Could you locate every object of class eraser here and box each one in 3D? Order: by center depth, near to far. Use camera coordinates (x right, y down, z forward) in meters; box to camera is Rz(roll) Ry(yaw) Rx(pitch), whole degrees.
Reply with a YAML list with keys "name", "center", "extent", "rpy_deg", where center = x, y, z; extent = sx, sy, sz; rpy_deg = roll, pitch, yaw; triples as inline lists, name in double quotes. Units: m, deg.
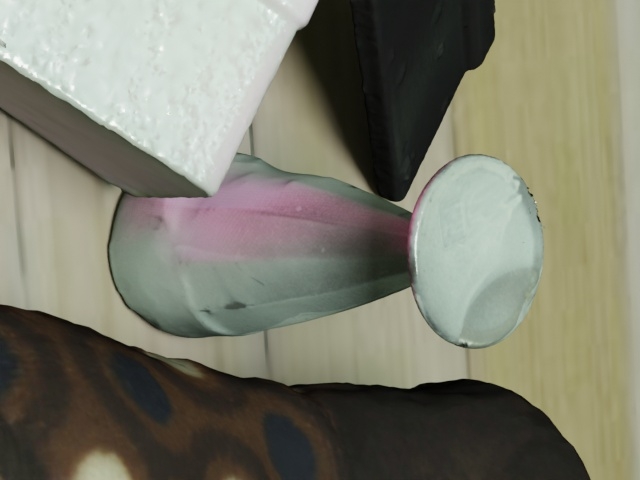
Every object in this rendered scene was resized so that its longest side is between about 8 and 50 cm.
- name: "eraser"
  center: [-0.035, -0.167, 0.684]
  extent: [0.130, 0.086, 0.287]
  rpy_deg: [34, 74, -28]

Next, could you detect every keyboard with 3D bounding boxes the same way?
- name: "keyboard"
  center: [0.035, -0.122, 0.689]
  extent: [0.101, 0.018, 0.309]
  rpy_deg: [-61, 163, -20]

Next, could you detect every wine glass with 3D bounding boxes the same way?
- name: "wine glass"
  center: [0.000, 0.000, 0.689]
  extent: [0.073, 0.155, 0.073]
  rpy_deg: [2, 88, -43]

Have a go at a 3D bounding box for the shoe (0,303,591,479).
- name: "shoe"
  center: [-0.010, 0.132, 0.673]
  extent: [0.237, 0.171, 0.384]
  rpy_deg: [-45, 122, -23]
